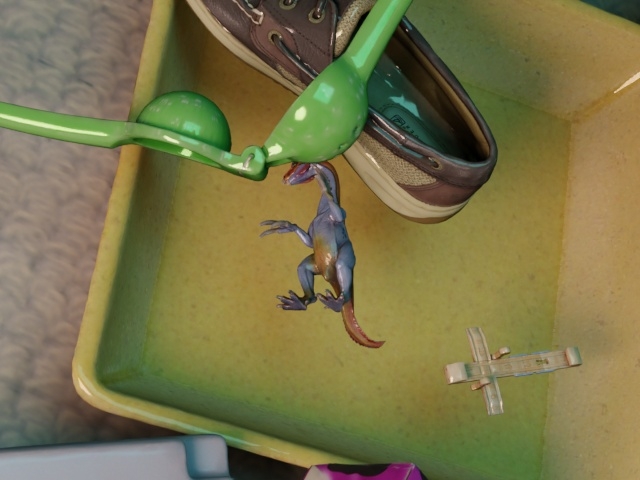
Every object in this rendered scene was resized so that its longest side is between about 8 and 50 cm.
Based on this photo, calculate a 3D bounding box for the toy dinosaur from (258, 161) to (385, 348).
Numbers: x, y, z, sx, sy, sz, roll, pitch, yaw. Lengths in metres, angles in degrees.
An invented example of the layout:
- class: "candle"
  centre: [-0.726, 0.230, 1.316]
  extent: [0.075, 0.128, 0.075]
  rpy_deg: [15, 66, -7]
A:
- class: "toy dinosaur"
  centre: [0.000, 0.000, 0.898]
  extent: [0.090, 0.047, 0.082]
  rpy_deg: [52, 39, -39]

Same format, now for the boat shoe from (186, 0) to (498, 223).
- class: "boat shoe"
  centre: [0.010, -0.108, 0.915]
  extent: [0.223, 0.073, 0.080]
  rpy_deg: [48, 57, -1]

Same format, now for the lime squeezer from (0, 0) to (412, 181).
- class: "lime squeezer"
  centre: [-0.048, -0.079, 0.850]
  extent: [0.310, 0.059, 0.110]
  rpy_deg: [-19, 102, 3]

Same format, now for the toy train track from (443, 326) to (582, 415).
- class: "toy train track"
  centre: [0.104, 0.065, 0.924]
  extent: [0.083, 0.014, 0.048]
  rpy_deg: [-5, 72, -28]

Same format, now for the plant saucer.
- class: "plant saucer"
  centre: [0.038, -0.010, 0.979]
  extent: [0.333, 0.081, 0.332]
  rpy_deg: [19, 63, -18]

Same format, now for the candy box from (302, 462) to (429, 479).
- class: "candy box"
  centre: [0.048, 0.237, 0.828]
  extent: [0.233, 0.071, 0.159]
  rpy_deg: [52, 51, -29]

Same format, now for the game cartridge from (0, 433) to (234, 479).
- class: "game cartridge"
  centre: [-0.126, 0.237, 0.776]
  extent: [0.196, 0.060, 0.294]
  rpy_deg: [0, 83, -30]
